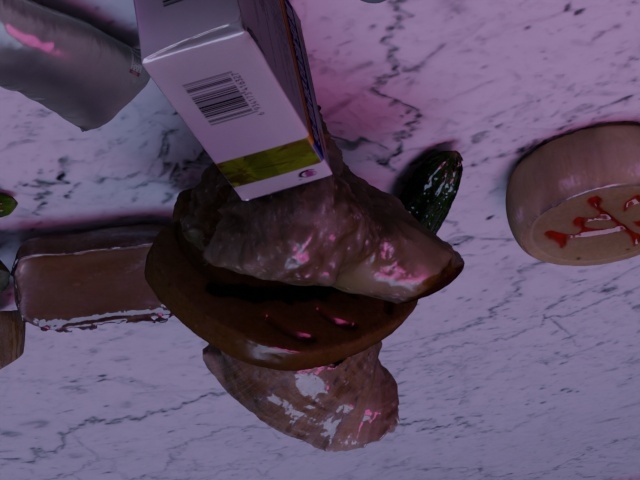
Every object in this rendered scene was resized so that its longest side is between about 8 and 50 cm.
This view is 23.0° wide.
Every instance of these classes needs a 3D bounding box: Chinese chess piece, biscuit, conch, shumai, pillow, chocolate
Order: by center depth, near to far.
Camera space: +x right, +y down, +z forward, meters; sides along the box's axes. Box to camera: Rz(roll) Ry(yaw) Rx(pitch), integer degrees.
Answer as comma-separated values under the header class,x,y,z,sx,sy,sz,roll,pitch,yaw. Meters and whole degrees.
class,x,y,z,sx,sy,sz,roll,pitch,yaw
pillow,-0.293,-0.186,1.626,0.144,0.078,0.254,-28,150,32
shumai,0.002,0.003,1.812,0.217,0.346,0.283,-44,112,0
biscuit,-0.052,0.027,1.940,0.367,0.314,0.063,-20,145,-50
chocolate,-0.280,0.036,2.085,0.261,0.083,0.161,-5,137,-13
Chinese chess piece,0.372,-0.059,2.109,0.250,0.103,0.250,-7,153,-3
conch,-0.017,0.130,2.111,0.263,0.324,0.186,-34,164,-11

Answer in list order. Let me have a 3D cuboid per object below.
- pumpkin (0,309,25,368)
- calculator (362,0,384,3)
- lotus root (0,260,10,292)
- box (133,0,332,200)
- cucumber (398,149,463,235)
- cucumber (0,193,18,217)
class,x,y,z,sx,sy,sz,roll,pitch,yaw
pumpkin,-0.497,0.154,2.145,0.217,0.110,0.217,-17,174,-2
calculator,0.143,-0.325,1.548,0.299,0.041,0.185,-29,149,29
lotus root,-0.498,0.037,2.010,0.183,0.078,0.203,-21,164,13
box,-0.090,-0.197,1.539,0.106,0.200,0.299,-16,153,9
cucumber,0.129,-0.037,2.096,0.077,0.077,0.265,-3,153,-14
cucumber,-0.448,-0.038,1.923,0.155,0.037,0.037,-5,154,-13
